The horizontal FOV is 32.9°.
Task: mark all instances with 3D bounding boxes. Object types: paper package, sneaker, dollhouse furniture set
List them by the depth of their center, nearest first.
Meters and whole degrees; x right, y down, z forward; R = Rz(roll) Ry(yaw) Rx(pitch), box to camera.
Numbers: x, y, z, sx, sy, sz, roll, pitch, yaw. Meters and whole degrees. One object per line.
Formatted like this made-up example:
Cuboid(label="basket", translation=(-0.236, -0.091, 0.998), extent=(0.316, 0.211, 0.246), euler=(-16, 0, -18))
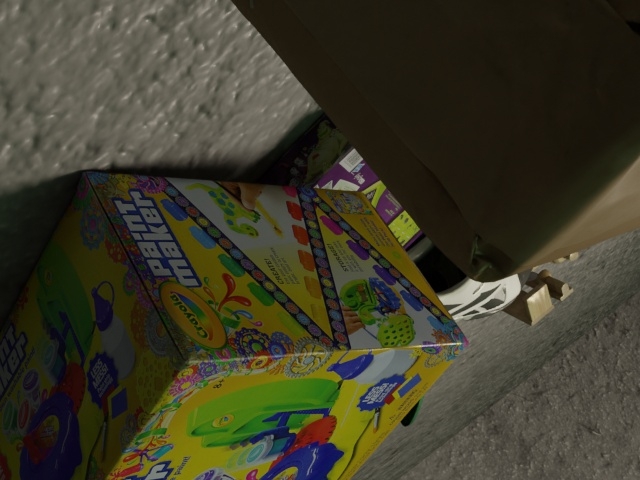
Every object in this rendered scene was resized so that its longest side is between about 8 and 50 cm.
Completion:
Cuboid(label="paper package", translation=(0.100, -0.160, 0.536), extent=(0.168, 0.309, 0.324), euler=(-49, 160, 30))
Cuboid(label="sneaker", translation=(0.197, 0.031, 1.427), extent=(0.330, 0.122, 0.146), euler=(-27, 158, -39))
Cuboid(label="dollhouse furniture set", translation=(0.363, 0.032, 1.905), extent=(0.144, 0.123, 0.151), euler=(-36, 125, -21))

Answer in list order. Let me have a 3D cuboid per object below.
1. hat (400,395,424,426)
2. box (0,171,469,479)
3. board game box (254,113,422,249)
Cuboid(label="hat", translation=(0.061, 0.188, 1.648), extent=(0.173, 0.183, 0.209), euler=(112, -11, -64))
Cuboid(label="box", translation=(-0.095, 0.115, 0.856), extent=(0.279, 0.177, 0.290), euler=(1, 134, -43))
Cuboid(label="board game box", translation=(0.000, 0.000, 1.090), extent=(0.208, 0.056, 0.347), euler=(-48, 161, 3))
